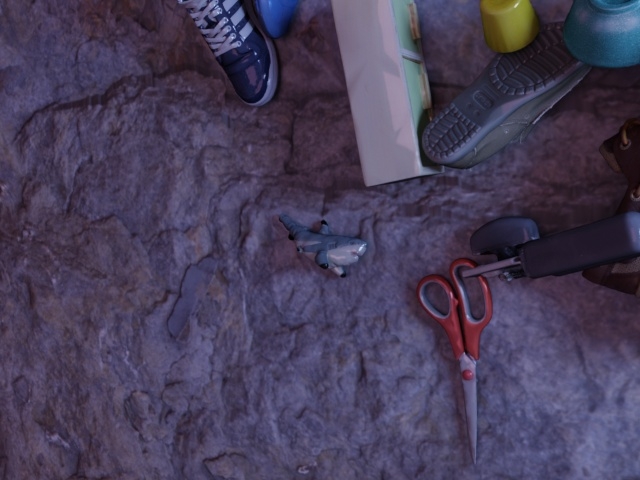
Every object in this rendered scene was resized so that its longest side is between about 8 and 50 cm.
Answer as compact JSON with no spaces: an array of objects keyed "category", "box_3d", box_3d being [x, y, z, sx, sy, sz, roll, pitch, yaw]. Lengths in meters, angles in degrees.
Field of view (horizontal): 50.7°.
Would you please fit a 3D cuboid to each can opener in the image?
[{"category":"can opener","box_3d":[0.278,-0.004,0.825,0.283,0.076,0.095,-27,70,58]}]

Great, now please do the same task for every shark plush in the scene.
[{"category":"shark plush","box_3d":[0.000,0.000,1.071,0.161,0.073,0.067,31,92,44]}]

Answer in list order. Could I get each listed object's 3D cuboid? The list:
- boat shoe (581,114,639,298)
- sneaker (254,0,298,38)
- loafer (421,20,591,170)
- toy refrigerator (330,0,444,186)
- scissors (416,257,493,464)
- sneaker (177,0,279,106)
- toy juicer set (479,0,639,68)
[{"category":"boat shoe","box_3d":[0.389,-0.098,0.789,0.123,0.123,0.342,17,111,25]},{"category":"sneaker","box_3d":[-0.045,-0.409,1.011,0.082,0.069,0.209,14,103,27]},{"category":"loafer","box_3d":[0.247,-0.183,0.881,0.251,0.087,0.094,-36,57,15]},{"category":"toy refrigerator","box_3d":[0.099,-0.217,0.940,0.094,0.102,0.270,-10,91,30]},{"category":"scissors","box_3d":[0.220,0.175,0.972,0.109,0.021,0.297,-18,86,28]},{"category":"sneaker","box_3d":[-0.163,-0.344,1.037,0.099,0.153,0.282,-17,89,30]},{"category":"toy juicer set","box_3d":[0.363,-0.284,0.767,0.329,0.089,0.209,25,77,38]}]
